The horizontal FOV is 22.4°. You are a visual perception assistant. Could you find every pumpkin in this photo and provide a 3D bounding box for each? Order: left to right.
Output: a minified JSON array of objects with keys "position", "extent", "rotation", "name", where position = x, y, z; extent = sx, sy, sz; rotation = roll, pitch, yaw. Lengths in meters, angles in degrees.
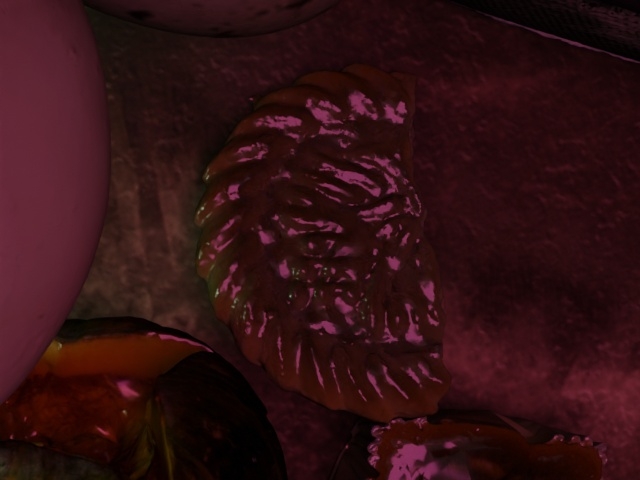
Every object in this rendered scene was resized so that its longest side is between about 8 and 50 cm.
[{"position":[-0.174,0.170,1.050],"extent":[0.321,0.320,0.192],"rotation":[-7,117,-17],"name":"pumpkin"}]

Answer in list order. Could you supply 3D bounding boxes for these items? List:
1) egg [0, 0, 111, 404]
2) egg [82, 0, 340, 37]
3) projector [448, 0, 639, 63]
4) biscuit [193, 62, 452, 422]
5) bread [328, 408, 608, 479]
[{"position":[-0.255,-0.051,0.903],"extent":[0.283,0.283,0.345],"rotation":[-11,100,-16],"name":"egg"},{"position":[-0.115,-0.292,1.034],"extent":[0.379,0.287,0.287],"rotation":[37,84,-29],"name":"egg"},{"position":[0.303,-0.325,1.182],"extent":[0.405,0.242,0.395],"rotation":[15,91,-17],"name":"projector"},{"position":[0.000,0.000,1.182],"extent":[0.187,0.036,0.273],"rotation":[-4,77,-15],"name":"biscuit"},{"position":[0.107,0.224,1.238],"extent":[0.210,0.110,0.192],"rotation":[11,90,-18],"name":"bread"}]
